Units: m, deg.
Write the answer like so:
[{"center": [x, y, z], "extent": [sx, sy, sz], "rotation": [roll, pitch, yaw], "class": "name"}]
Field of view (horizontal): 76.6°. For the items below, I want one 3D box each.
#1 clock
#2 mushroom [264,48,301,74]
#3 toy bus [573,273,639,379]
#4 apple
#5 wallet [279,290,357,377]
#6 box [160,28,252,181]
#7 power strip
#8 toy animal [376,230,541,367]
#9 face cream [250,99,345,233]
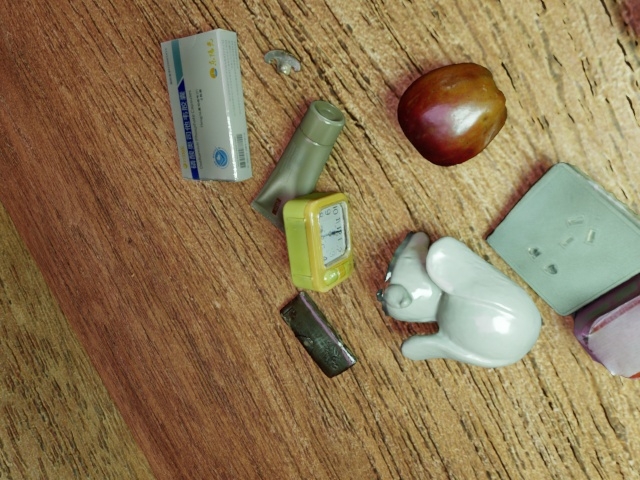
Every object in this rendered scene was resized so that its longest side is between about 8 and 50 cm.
[{"center": [0.000, 0.000, 0.899], "extent": [0.096, 0.143, 0.202], "rotation": [6, 110, 40], "class": "clock"}, {"center": [-0.083, -0.393, 0.890], "extent": [0.101, 0.019, 0.049], "rotation": [25, 120, 25], "class": "mushroom"}, {"center": [0.518, 0.084, 0.592], "extent": [0.127, 0.147, 0.302], "rotation": [47, 125, 18], "class": "toy bus"}, {"center": [0.221, -0.214, 0.680], "extent": [0.158, 0.147, 0.155], "rotation": [-34, 65, 36], "class": "apple"}, {"center": [-0.011, 0.253, 1.066], "extent": [0.232, 0.031, 0.122], "rotation": [51, 124, 7], "class": "wallet"}, {"center": [-0.283, -0.323, 1.018], "extent": [0.200, 0.065, 0.342], "rotation": [6, 110, 31], "class": "box"}, {"center": [0.409, -0.004, 0.669], "extent": [0.198, 0.065, 0.213], "rotation": [54, 143, 22], "class": "power strip"}, {"center": [0.244, 0.108, 0.758], "extent": [0.290, 0.174, 0.248], "rotation": [-7, 103, 36], "class": "toy animal"}, {"center": [-0.055, -0.154, 0.928], "extent": [0.137, 0.084, 0.341], "rotation": [39, 131, 5], "class": "face cream"}]
